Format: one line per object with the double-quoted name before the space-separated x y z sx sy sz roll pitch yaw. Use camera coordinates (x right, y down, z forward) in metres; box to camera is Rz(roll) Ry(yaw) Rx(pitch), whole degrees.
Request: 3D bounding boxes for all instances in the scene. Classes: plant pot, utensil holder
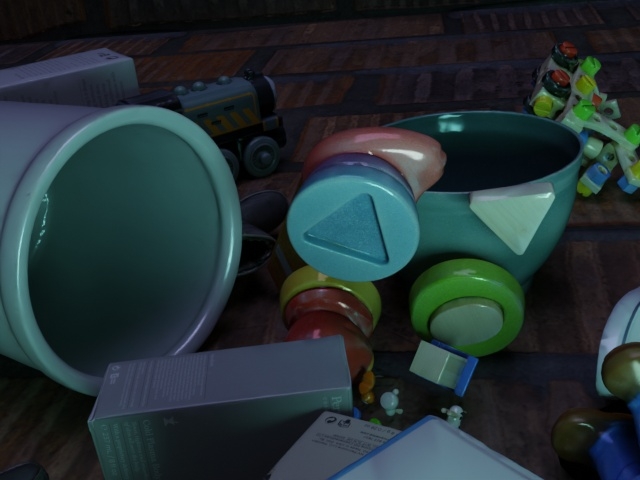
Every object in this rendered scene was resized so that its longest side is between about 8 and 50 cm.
"plant pot" 0.187 -0.030 1.122 0.293 0.196 0.293 -6 25 3
"utensil holder" -0.346 -0.012 1.075 0.385 0.328 0.327 10 30 37

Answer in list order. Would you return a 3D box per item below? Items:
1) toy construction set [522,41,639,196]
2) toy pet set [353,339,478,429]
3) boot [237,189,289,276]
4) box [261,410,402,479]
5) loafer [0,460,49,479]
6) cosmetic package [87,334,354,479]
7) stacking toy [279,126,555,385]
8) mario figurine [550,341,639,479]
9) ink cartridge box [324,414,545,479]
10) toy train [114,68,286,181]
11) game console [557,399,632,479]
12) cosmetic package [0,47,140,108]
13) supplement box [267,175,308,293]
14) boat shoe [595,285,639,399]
"toy construction set" 0.444 -0.208 1.447 0.215 0.151 0.328 33 28 -3
"toy pet set" 0.109 0.161 0.903 0.122 0.114 0.065 21 -4 43
"boot" -0.102 -0.014 1.248 0.189 0.076 0.208 -30 11 -16
"box" -0.023 0.258 0.666 0.094 0.113 0.275 9 28 31
"loafer" -0.331 0.251 0.807 0.062 0.061 0.170 13 31 37
"cosmetic package" -0.084 0.178 0.831 0.238 0.127 0.107 -7 25 2
"stacking toy" 0.089 0.051 0.905 0.279 0.309 0.130 9 40 3
"mario figurine" 0.223 0.213 0.595 0.170 0.198 0.320 -13 34 9
"ink cartridge box" 0.058 0.275 0.422 0.198 0.270 0.197 -24 32 -33
"toy train" -0.212 -0.192 1.562 0.334 0.190 0.142 -20 29 -27
"game console" 0.412 0.182 0.802 0.361 0.044 0.213 -18 28 -24
"cosmetic package" -0.562 -0.192 1.604 0.453 0.230 0.161 -19 28 -27
"supplement box" 0.000 0.000 1.069 0.078 0.233 0.080 -17 65 -22
"boat shoe" 0.376 0.094 0.935 0.084 0.095 0.258 9 30 38
